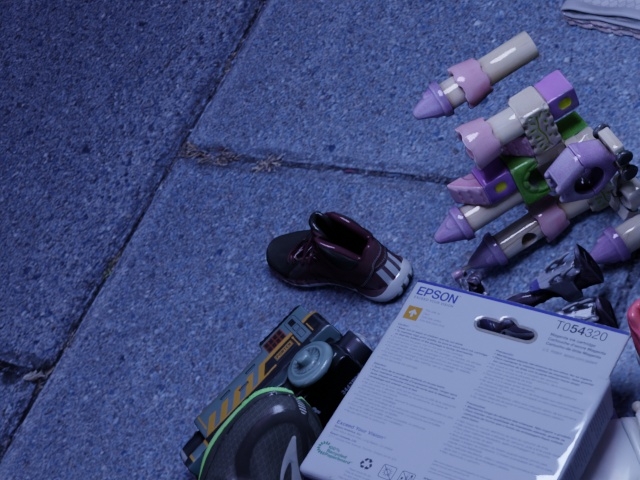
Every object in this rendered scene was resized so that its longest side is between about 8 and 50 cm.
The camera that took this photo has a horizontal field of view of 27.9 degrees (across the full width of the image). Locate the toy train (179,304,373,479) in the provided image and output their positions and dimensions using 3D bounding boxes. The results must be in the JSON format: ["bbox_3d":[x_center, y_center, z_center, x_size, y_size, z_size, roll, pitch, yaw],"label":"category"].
[{"bbox_3d":[-0.066,0.246,1.877,0.334,0.142,0.190,-47,31,-2],"label":"toy train"}]

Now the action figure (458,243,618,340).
[{"bbox_3d":[0.255,0.113,1.767,0.285,0.099,0.185,-26,60,24],"label":"action figure"}]

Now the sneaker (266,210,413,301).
[{"bbox_3d":[0.000,0.000,1.989,0.281,0.162,0.106,9,63,39],"label":"sneaker"}]

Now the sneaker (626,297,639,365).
[{"bbox_3d":[0.473,0.172,1.535,0.116,0.136,0.314,-46,44,-2],"label":"sneaker"}]

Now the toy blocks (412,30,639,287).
[{"bbox_3d":[0.264,-0.067,1.765,0.260,0.288,0.309,-32,46,3],"label":"toy blocks"}]

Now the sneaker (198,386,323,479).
[{"bbox_3d":[-0.093,0.429,1.666,0.202,0.185,0.482,-11,60,68],"label":"sneaker"}]

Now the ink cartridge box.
[{"bbox_3d":[0.190,0.224,1.641,0.324,0.071,0.330,14,56,35],"label":"ink cartridge box"}]

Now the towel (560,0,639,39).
[{"bbox_3d":[0.577,-0.440,1.997,0.332,0.053,0.317,22,72,43],"label":"towel"}]

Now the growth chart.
[{"bbox_3d":[0.311,0.273,1.622,0.237,0.021,0.172,-12,48,11],"label":"growth chart"}]
